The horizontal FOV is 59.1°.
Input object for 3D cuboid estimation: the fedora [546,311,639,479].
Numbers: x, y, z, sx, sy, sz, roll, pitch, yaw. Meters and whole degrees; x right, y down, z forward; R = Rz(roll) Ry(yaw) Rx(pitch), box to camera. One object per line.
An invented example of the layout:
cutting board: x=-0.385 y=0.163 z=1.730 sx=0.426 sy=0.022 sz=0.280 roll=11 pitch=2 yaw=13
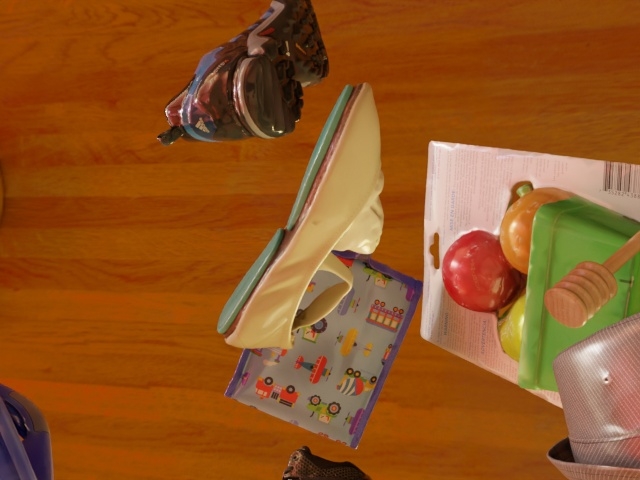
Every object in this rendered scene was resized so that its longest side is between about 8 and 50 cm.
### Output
fedora: x=0.311 y=0.112 z=0.471 sx=0.275 sy=0.244 sz=0.124 roll=-33 pitch=67 yaw=47

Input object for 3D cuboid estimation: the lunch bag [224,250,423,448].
lunch bag: x=0.012 y=0.137 z=0.884 sx=0.221 sy=0.138 sz=0.293 roll=23 pitch=106 yaw=-1

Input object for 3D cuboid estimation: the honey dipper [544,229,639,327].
honey dipper: x=0.216 y=0.005 z=0.389 sx=0.161 sy=0.030 sz=0.030 roll=-31 pitch=83 yaw=-24

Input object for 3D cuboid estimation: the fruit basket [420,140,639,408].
fruit basket: x=0.273 y=0.042 z=0.756 sx=0.166 sy=0.353 sz=0.326 roll=-9 pitch=108 yaw=-28

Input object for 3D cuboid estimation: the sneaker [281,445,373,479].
sneaker: x=-0.040 y=0.296 z=0.572 sx=0.228 sy=0.130 sz=0.087 roll=-21 pitch=118 yaw=-12

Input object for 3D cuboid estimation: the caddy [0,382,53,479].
caddy: x=-0.380 y=0.219 z=0.580 sx=0.341 sy=0.179 sz=0.241 roll=24 pitch=124 yaw=40

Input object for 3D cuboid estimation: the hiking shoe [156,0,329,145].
hiking shoe: x=-0.076 y=-0.204 z=0.643 sx=0.132 sy=0.304 sz=0.113 roll=-8 pitch=120 yaw=19

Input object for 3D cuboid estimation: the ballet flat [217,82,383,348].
ballet flat: x=0.000 y=0.000 z=0.431 sx=0.086 sy=0.086 sz=0.248 roll=39 pitch=125 yaw=9
